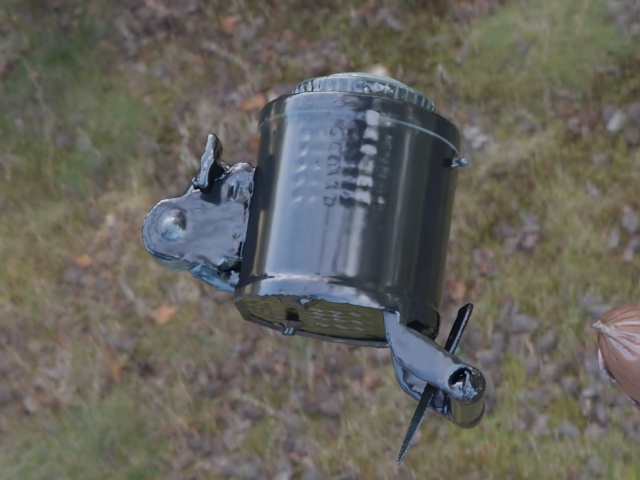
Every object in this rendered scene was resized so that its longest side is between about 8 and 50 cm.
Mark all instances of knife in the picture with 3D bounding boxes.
[{"bbox_3d":[0.108,0.137,1.497,0.010,0.023,0.170,27,82,-18],"label":"knife"}]

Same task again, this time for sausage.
[{"bbox_3d":[0.339,0.146,1.387,0.088,0.433,0.088,-14,62,28],"label":"sausage"}]

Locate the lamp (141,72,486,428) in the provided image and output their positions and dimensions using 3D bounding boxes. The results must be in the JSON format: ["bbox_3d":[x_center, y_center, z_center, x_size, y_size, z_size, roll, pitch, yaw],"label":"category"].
[{"bbox_3d":[0.039,-0.023,1.514,0.374,0.205,0.272,25,80,12],"label":"lamp"}]
